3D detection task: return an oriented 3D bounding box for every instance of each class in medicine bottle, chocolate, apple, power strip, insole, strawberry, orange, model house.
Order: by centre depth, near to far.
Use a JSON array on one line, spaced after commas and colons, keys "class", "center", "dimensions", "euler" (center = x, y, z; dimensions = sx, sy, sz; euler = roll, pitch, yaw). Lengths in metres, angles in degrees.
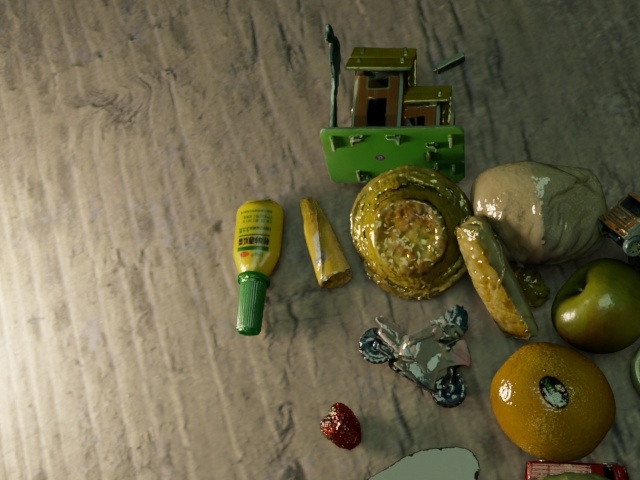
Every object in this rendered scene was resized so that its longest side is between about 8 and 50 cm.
[{"class": "orange", "center": [0.443, 0.308, 1.688], "dimensions": [0.236, 0.236, 0.236], "euler": [-4, 70, 10]}, {"class": "apple", "center": [0.558, 0.132, 1.745], "dimensions": [0.157, 0.196, 0.196], "euler": [37, 79, -15]}, {"class": "insole", "center": [0.164, 0.500, 1.788], "dimensions": [0.328, 0.007, 0.111], "euler": [-23, 66, 3]}, {"class": "strawberry", "center": [0.045, 0.385, 1.817], "dimensions": [0.083, 0.083, 0.096], "euler": [-42, 102, -5]}, {"class": "model house", "center": [0.160, -0.337, 1.915], "dimensions": [0.301, 0.340, 0.323], "euler": [0, 59, 10]}, {"class": "chocolate", "center": [0.000, 0.000, 1.968], "dimensions": [0.086, 0.085, 0.219], "euler": [-23, 63, 3]}, {"class": "medicine bottle", "center": [-0.145, 0.060, 1.974], "dimensions": [0.111, 0.076, 0.308], "euler": [-3, 71, 19]}, {"class": "power strip", "center": [0.303, -0.416, 2.076], "dimensions": [0.083, 0.027, 0.017], "euler": [-27, 68, 3]}]

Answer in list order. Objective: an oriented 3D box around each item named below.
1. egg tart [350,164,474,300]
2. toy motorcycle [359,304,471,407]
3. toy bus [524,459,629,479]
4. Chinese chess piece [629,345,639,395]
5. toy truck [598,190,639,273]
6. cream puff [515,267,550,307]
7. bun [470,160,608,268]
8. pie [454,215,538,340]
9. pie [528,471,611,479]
[{"class": "egg tart", "center": [0.194, -0.016, 1.862], "dimensions": [0.294, 0.123, 0.293], "euler": [1, 95, 12]}, {"class": "toy motorcycle", "center": [0.222, 0.208, 1.831], "dimensions": [0.239, 0.108, 0.204], "euler": [32, 84, -5]}, {"class": "toy bus", "center": [0.491, 0.460, 1.689], "dimensions": [0.195, 0.089, 0.081], "euler": [0, 71, 12]}, {"class": "Chinese chess piece", "center": [0.684, 0.259, 1.738], "dimensions": [0.144, 0.058, 0.144], "euler": [-4, 69, 10]}, {"class": "toy truck", "center": [0.663, 0.005, 1.706], "dimensions": [0.140, 0.257, 0.108], "euler": [-47, 28, 9]}, {"class": "cream puff", "center": [0.441, 0.098, 1.851], "dimensions": [0.083, 0.083, 0.058], "euler": [30, 38, 31]}, {"class": "bun", "center": [0.442, -0.045, 1.793], "dimensions": [0.282, 0.281, 0.204], "euler": [-2, 78, 11]}, {"class": "pie", "center": [0.351, 0.085, 1.780], "dimensions": [0.068, 0.129, 0.282], "euler": [-33, 101, -21]}, {"class": "pie", "center": [0.490, 0.574, 1.606], "dimensions": [0.371, 0.078, 0.296], "euler": [20, 99, 15]}]
